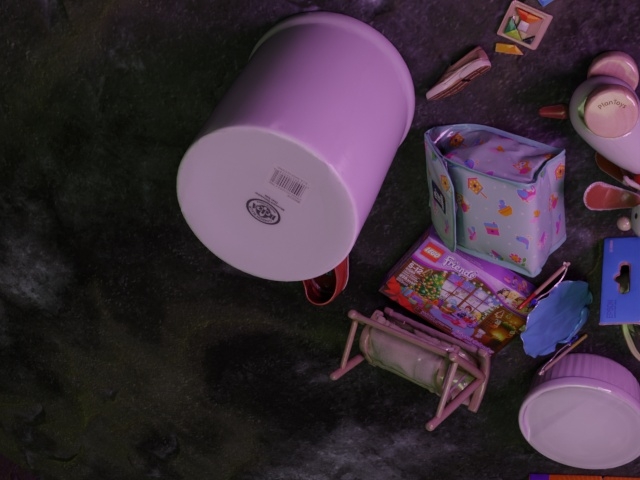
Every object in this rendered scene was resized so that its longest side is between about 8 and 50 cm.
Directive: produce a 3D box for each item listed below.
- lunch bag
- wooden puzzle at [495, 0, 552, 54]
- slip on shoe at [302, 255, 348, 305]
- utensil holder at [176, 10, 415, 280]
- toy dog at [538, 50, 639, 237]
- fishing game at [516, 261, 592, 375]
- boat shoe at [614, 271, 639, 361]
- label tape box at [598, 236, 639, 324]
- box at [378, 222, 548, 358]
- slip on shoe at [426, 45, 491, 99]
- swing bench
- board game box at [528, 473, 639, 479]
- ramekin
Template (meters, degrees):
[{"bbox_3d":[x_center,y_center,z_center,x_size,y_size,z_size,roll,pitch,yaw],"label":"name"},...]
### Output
[{"bbox_3d":[0.302,-0.082,1.570,0.262,0.160,0.223,21,141,34],"label":"lunch bag"},{"bbox_3d":[0.338,-0.356,1.426,0.079,0.014,0.116,18,132,6],"label":"wooden puzzle"},{"bbox_3d":[0.000,0.000,1.792,0.123,0.101,0.331,8,129,17],"label":"slip on shoe"},{"bbox_3d":[-0.035,-0.163,1.478,0.328,0.385,0.327,11,132,13],"label":"utensil holder"},{"bbox_3d":[0.474,-0.140,1.432,0.161,0.220,0.333,-12,97,28],"label":"toy dog"},{"bbox_3d":[0.469,0.151,1.718,0.041,0.189,0.264,43,171,44],"label":"fishing game"},{"bbox_3d":[0.632,0.153,1.693,0.073,0.080,0.223,-16,117,36],"label":"boat shoe"},{"bbox_3d":[0.678,0.091,1.516,0.334,0.240,0.105,-7,127,26],"label":"label tape box"},{"bbox_3d":[0.297,0.111,1.798,0.293,0.057,0.201,32,131,-7],"label":"box"},{"bbox_3d":[0.237,-0.291,1.503,0.135,0.051,0.041,-31,73,45],"label":"slip on shoe"},{"bbox_3d":[0.201,0.255,1.810,0.253,0.255,0.165,22,100,29],"label":"swing bench"},{"bbox_3d":[0.682,0.812,2.031,0.357,0.356,0.356,-5,126,23],"label":"board game box"},{"bbox_3d":[0.570,0.360,1.855,0.273,0.127,0.272,11,131,12],"label":"ramekin"}]
